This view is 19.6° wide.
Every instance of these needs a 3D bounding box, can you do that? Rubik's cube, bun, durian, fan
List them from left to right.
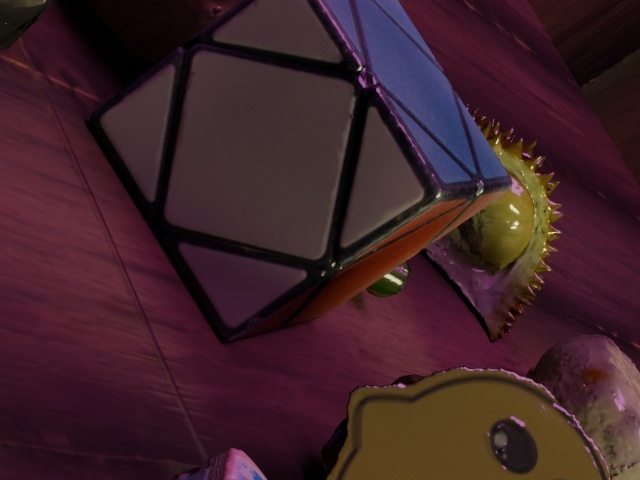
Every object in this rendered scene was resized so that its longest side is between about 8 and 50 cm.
[{"bbox_3d":[-0.010,-0.067,1.400,0.205,0.207,0.205,57,21,8],"label":"Rubik's cube"},{"bbox_3d":[0.135,-0.058,1.906,0.306,0.166,0.172,52,-13,-27],"label":"durian"},{"bbox_3d":[0.126,0.229,1.243,0.335,0.229,0.011,50,-20,-2],"label":"fan"},{"bbox_3d":[0.257,0.206,1.704,0.239,0.141,0.239,54,14,-20],"label":"bun"}]

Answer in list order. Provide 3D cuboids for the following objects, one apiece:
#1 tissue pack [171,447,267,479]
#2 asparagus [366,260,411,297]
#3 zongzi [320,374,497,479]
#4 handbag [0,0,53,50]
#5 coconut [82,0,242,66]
[{"bbox_3d":[-0.056,0.176,1.086,0.074,0.059,0.094,52,18,-16],"label":"tissue pack"},{"bbox_3d":[0.000,0.000,1.584,0.178,0.041,0.045,28,-5,-29],"label":"asparagus"},{"bbox_3d":[0.119,0.272,1.283,0.286,0.138,0.300,37,39,-29],"label":"zongzi"},{"bbox_3d":[-0.320,-0.219,1.008,0.288,0.152,0.342,49,14,24],"label":"handbag"},{"bbox_3d":[-0.091,-0.249,1.491,0.197,0.237,0.237,34,27,-51],"label":"coconut"}]
